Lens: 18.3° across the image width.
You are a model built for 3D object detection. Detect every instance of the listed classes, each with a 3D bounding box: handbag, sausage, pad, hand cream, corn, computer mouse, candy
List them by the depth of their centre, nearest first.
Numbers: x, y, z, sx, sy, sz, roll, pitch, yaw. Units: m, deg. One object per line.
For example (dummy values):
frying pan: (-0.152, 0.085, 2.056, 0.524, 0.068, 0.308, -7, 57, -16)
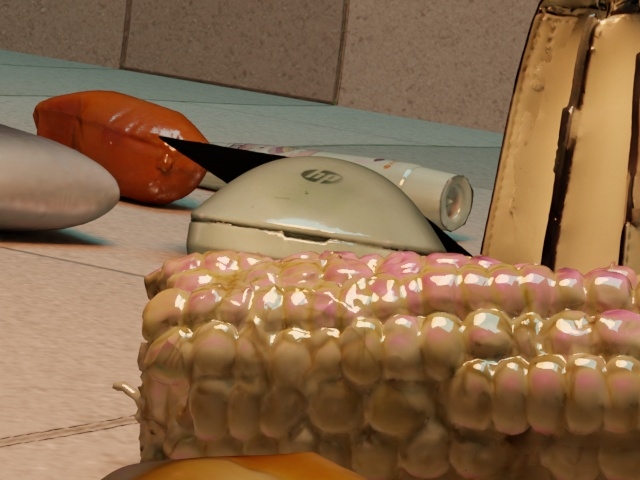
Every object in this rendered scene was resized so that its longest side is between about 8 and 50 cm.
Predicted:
corn: (0.090, 0.059, 0.735, 0.335, 0.126, 0.126, 9, 7, 8)
computer mouse: (0.001, -0.006, 1.241, 0.160, 0.097, 0.288, 7, 8, 5)
handbag: (0.296, -0.038, 1.265, 0.359, 0.236, 0.160, 4, 7, -33)
candy: (-0.237, -0.047, 1.373, 0.138, 0.071, 0.174, 3, 10, -40)
pad: (0.009, -0.027, 1.418, 0.160, 0.009, 0.265, 11, -10, 25)
sausage: (-0.164, -0.078, 1.653, 0.179, 0.089, 0.089, 21, 14, 38)
hand cream: (-0.017, -0.051, 1.762, 0.331, 0.058, 0.085, 8, 26, 37)

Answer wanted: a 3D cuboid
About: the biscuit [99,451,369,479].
biscuit: (0.005, 0.112, 0.460, 0.291, 0.062, 0.237, 15, 9, 42)
